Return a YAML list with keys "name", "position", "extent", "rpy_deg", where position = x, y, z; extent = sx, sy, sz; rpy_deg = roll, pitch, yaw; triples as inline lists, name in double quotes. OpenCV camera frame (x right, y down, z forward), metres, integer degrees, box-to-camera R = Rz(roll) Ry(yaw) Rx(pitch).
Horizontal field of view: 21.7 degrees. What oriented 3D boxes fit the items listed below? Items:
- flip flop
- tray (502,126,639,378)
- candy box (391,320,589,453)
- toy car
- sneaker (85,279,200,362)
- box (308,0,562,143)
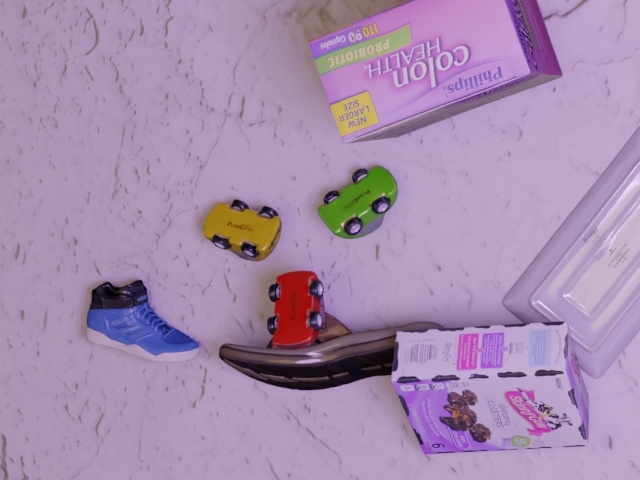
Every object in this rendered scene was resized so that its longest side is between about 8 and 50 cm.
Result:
- name: "flip flop"
  position: [0.016, 0.118, 1.970]
  extent: [0.277, 0.112, 0.080]
  rpy_deg: [-11, 65, 18]
- name: "tray"
  position: [0.340, 0.015, 1.900]
  extent: [0.145, 0.030, 0.270]
  rpy_deg: [39, 104, 10]
- name: "candy box"
  position: [0.195, 0.168, 1.884]
  extent: [0.196, 0.165, 0.070]
  rpy_deg: [-5, 52, 17]
- name: "toy car"
  position: [0.000, 0.000, 1.960]
  extent: [0.225, 0.053, 0.239]
  rpy_deg: [-36, 53, 0]
- name: "sneaker"
  position: [-0.216, 0.095, 2.048]
  extent: [0.152, 0.058, 0.084]
  rpy_deg: [14, 107, 21]
- name: "box"
  position: [0.131, -0.198, 1.829]
  extent: [0.213, 0.243, 0.117]
  rpy_deg: [-19, 90, 17]
